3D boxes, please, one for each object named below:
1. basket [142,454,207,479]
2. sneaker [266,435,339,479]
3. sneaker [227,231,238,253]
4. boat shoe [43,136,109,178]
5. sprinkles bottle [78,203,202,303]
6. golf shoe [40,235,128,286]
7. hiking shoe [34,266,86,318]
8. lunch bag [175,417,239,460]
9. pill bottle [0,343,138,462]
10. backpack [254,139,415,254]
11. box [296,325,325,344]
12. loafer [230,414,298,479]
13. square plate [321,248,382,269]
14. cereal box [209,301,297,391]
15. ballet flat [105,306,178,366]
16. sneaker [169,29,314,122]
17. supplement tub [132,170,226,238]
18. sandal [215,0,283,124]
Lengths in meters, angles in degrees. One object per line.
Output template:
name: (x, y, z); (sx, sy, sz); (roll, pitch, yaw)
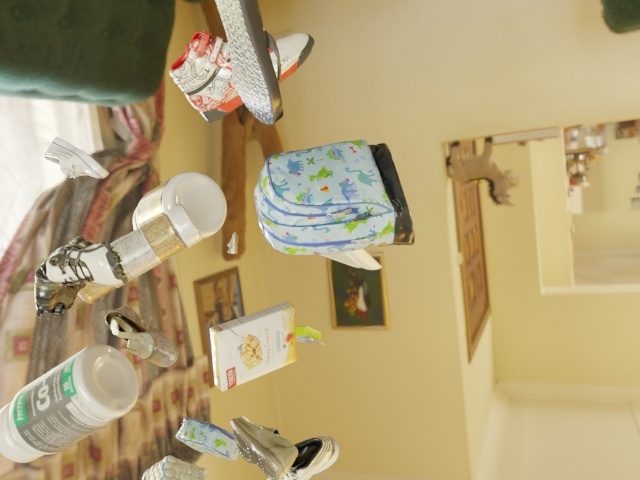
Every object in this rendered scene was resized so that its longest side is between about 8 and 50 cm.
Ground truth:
basket: (-0.579, 0.964, 2.103); (0.255, 0.289, 0.201); (28, -154, -23)
sneaker: (-0.142, 0.992, 2.402); (0.447, 0.169, 0.257); (-43, 145, -1)
sneaker: (-0.320, 0.009, 2.021); (0.037, 0.083, 0.032); (-8, 153, 16)
boat shoe: (-0.721, -0.223, 1.645); (0.258, 0.084, 0.095); (26, 165, 35)
sprinkles bottle: (-0.509, 0.035, 1.547); (0.355, 0.121, 0.121); (-31, -169, -10)
golf shoe: (-0.381, 0.048, 0.897); (0.094, 0.077, 0.198); (-32, -156, -37)
hiking shoe: (-0.600, 0.111, 1.289); (0.086, 0.114, 0.227); (17, -176, 0)
lunch bag: (-0.390, 0.708, 1.983); (0.219, 0.176, 0.090); (-6, -131, 42)
pill bottle: (-0.685, 0.443, 1.497); (0.361, 0.204, 0.204); (-32, 178, 17)
backpack: (0.019, -0.101, 1.347); (0.355, 0.290, 0.273); (-15, 146, 7)
box: (-0.083, 0.310, 1.857); (0.178, 0.042, 0.109); (-1, 159, 30)
loafer: (-0.147, 0.530, 1.454); (0.092, 0.102, 0.268); (-20, -159, -31)
square plate: (0.000, 0.000, 1.933); (0.347, 0.049, 0.344); (18, 168, 36)
cereal box: (-0.173, 0.278, 1.482); (0.240, 0.173, 0.047); (-17, -156, -36)
ballet flat: (-0.585, 0.311, 1.779); (0.316, 0.107, 0.106); (25, -172, 34)
sneaker: (-0.155, -0.346, 1.054); (0.270, 0.145, 0.090); (-28, -142, 18)
supplement tub: (-0.519, -0.097, 2.029); (0.241, 0.241, 0.331); (-12, 177, -42)
sandal: (-0.087, -0.269, 0.783); (0.054, 0.254, 0.097); (-37, -125, -22)
